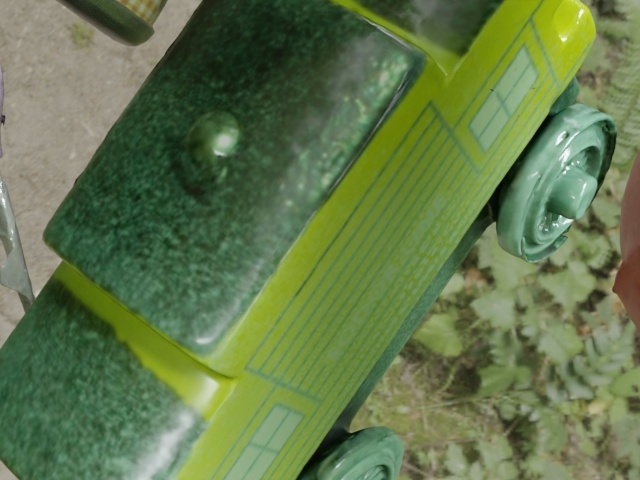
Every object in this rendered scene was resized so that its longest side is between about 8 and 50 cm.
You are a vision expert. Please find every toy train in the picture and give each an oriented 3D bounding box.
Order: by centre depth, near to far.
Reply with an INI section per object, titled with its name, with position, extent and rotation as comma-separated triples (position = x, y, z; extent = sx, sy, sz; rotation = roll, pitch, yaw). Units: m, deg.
[toy train]
position = 0.000, 0.000, 0.549
extent = 0.442, 0.179, 0.272
rotation = -55, 149, -3

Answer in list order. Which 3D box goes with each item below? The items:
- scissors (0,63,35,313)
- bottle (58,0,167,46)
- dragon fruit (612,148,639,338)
[scissors]
position = -0.215, -0.037, 0.630
extent = 0.021, 0.110, 0.212
rotation = -16, 92, -38
[bottle]
position = -0.114, -0.286, 0.721
extent = 0.156, 0.143, 0.271
rotation = 35, 93, 3
[dragon fruit]
position = 0.328, -0.004, 0.591
extent = 0.291, 0.189, 0.290
rotation = 0, 81, -2
